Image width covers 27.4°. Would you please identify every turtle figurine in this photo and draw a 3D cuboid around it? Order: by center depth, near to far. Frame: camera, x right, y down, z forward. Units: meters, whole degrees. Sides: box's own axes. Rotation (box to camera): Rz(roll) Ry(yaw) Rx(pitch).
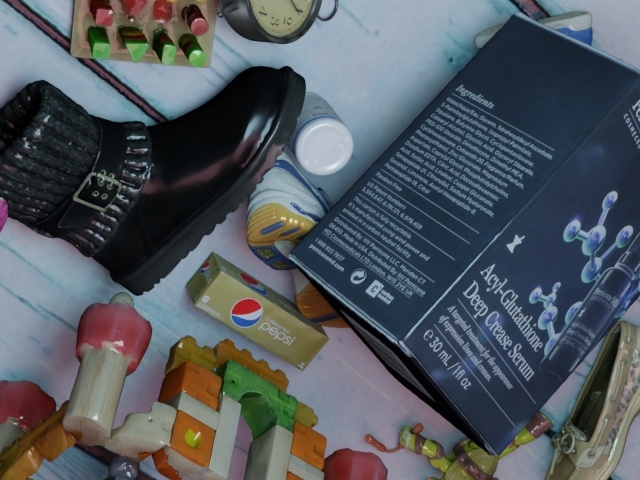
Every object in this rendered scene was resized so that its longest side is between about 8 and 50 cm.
[{"bbox_3d":[0.207,0.294,1.821,0.217,0.087,0.269,-46,118,8],"label":"turtle figurine"}]

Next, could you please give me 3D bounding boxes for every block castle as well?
[{"bbox_3d":[-0.166,0.274,1.610,0.453,0.213,0.303,34,130,-23],"label":"block castle"}]

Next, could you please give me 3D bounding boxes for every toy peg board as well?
[{"bbox_3d":[-0.185,-0.265,1.446,0.161,0.079,0.161,2,114,-18],"label":"toy peg board"}]

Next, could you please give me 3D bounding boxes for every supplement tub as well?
[{"bbox_3d":[-0.007,-0.127,1.547,0.071,0.107,0.071,-6,116,-13],"label":"supplement tub"}]

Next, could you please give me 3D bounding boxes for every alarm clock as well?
[{"bbox_3d":[-0.045,-0.283,1.472,0.192,0.064,0.129,10,92,-47],"label":"alarm clock"}]

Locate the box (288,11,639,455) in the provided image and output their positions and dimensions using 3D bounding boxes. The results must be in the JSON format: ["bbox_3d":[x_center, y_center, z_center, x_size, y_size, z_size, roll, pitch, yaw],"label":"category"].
[{"bbox_3d":[0.215,-0.004,1.523,0.395,0.212,0.293,-48,137,-6],"label":"box"}]

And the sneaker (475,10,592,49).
[{"bbox_3d":[0.264,-0.226,1.605,0.152,0.058,0.084,-13,109,-17],"label":"sneaker"}]

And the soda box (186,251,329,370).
[{"bbox_3d":[-0.078,0.091,1.656,0.181,0.061,0.058,33,101,-27],"label":"soda box"}]

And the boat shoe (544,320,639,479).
[{"bbox_3d":[0.384,0.245,1.849,0.089,0.104,0.285,26,95,-21],"label":"boat shoe"}]

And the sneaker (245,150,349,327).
[{"bbox_3d":[0.000,0.000,1.611,0.112,0.131,0.296,-16,144,13],"label":"sneaker"}]

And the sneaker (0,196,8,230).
[{"bbox_3d":[-0.435,0.011,1.450,0.111,0.103,0.252,35,135,-18],"label":"sneaker"}]

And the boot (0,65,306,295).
[{"bbox_3d":[-0.208,-0.117,1.480,0.260,0.131,0.348,38,100,-28],"label":"boot"}]
